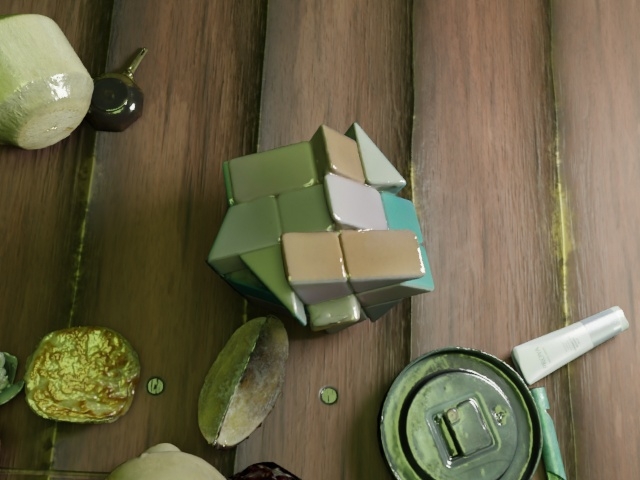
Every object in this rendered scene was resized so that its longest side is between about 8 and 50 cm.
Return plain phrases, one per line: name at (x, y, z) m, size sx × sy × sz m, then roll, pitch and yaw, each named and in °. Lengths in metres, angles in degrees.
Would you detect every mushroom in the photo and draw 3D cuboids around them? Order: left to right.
mushroom at (-0.279, 0.470, 1.357) m, size 0.292 × 0.290 × 0.292 m, roll -5°, pitch 105°, yaw -19°

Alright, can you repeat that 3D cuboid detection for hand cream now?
hand cream at (0.507, 0.207, 1.664) m, size 0.255 × 0.048 × 0.079 m, roll -23°, pitch 79°, yaw -13°

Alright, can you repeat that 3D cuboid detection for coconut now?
coconut at (-0.583, -0.318, 1.583) m, size 0.237 × 0.237 × 0.266 m, roll -32°, pitch 86°, yaw -16°

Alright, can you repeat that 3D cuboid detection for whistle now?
whistle at (0.444, 0.381, 1.607) m, size 0.039 × 0.039 × 0.186 m, roll -7°, pitch 74°, yaw -10°

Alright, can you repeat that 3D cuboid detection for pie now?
pie at (-0.436, 0.246, 1.503) m, size 0.205 × 0.084 × 0.179 m, roll 4°, pitch 75°, yaw -13°

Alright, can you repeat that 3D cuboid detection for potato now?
potato at (-0.146, 0.265, 1.542) m, size 0.100 × 0.120 × 0.261 m, roll 12°, pitch 73°, yaw 42°

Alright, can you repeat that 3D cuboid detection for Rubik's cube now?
Rubik's cube at (0.000, 0.000, 1.509) m, size 0.368 × 0.387 × 0.358 m, roll -13°, pitch 70°, yaw 7°

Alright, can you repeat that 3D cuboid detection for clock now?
clock at (0.266, 0.366, 1.573) m, size 0.319 × 0.066 × 0.319 m, roll 2°, pitch 73°, yaw -6°

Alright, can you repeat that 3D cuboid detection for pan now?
pan at (-0.432, -0.328, 1.701) m, size 0.128 × 0.048 × 0.202 m, roll 3°, pitch 72°, yaw -6°

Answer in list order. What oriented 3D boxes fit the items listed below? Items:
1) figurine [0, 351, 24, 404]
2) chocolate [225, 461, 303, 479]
figurine at (-0.588, 0.251, 1.482) m, size 0.094 × 0.082 × 0.086 m, roll -33°, pitch 101°, yaw -12°
chocolate at (-0.091, 0.499, 1.426) m, size 0.224 × 0.177 × 0.206 m, roll 32°, pitch 71°, yaw 4°
